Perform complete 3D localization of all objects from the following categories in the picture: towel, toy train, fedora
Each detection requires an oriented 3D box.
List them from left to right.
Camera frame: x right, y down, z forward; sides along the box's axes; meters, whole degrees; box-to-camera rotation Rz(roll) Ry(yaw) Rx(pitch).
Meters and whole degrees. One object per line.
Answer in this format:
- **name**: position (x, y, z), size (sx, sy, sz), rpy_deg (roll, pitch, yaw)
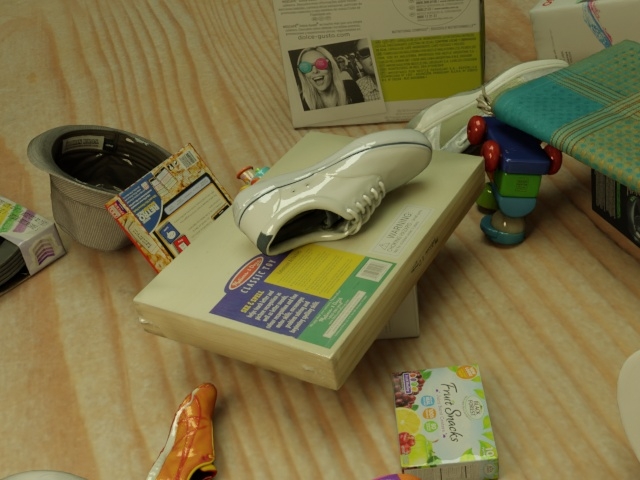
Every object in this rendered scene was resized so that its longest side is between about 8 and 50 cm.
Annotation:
- **fedora**: position (-0.318, -0.069, 1.380), size (0.244, 0.124, 0.275), rpy_deg (9, 25, -23)
- **toy train**: position (-0.081, -0.093, 1.387), size (0.046, 0.166, 0.125), rpy_deg (43, 78, 7)
- **toy train**: position (0.254, -0.110, 1.334), size (0.105, 0.143, 0.248), rpy_deg (3, 29, -6)
- **towel**: position (0.431, -0.149, 1.187), size (0.271, 0.040, 0.370), rpy_deg (-24, 38, -20)

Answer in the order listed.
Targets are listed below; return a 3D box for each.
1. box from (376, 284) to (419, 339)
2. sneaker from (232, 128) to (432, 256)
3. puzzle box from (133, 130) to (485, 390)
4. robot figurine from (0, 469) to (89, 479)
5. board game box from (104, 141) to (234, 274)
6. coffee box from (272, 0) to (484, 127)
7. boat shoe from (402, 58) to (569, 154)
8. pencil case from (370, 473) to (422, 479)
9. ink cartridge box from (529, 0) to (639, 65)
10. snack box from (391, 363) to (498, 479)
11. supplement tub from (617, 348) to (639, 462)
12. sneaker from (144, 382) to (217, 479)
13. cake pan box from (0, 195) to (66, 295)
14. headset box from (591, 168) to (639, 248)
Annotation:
- **box**: position (0.037, 0.053, 1.188), size (0.170, 0.091, 0.130), rpy_deg (-5, 35, 7)
- **sneaker**: position (0.028, -0.048, 1.101), size (0.258, 0.094, 0.091), rpy_deg (-24, 55, -12)
- **puzzle box**: position (0.000, 0.000, 1.146), size (0.272, 0.052, 0.409), rpy_deg (13, 41, 29)
- **robot figurine**: position (-0.275, 0.334, 0.771), size (0.300, 0.199, 0.353), rpy_deg (-1, 32, 46)
- **board game box**: position (-0.173, -0.014, 1.255), size (0.045, 0.193, 0.147), rpy_deg (-27, 13, 49)
- **coffee box**: position (0.116, -0.431, 1.640), size (0.338, 0.334, 0.337), rpy_deg (-2, 36, 11)
- **boat shoe**: position (0.279, -0.196, 1.482), size (0.320, 0.118, 0.103), rpy_deg (-24, 76, -24)
- **pencil case**: position (0.089, 0.315, 0.804), size (0.104, 0.104, 0.236), rpy_deg (-14, 34, -6)
- **ink cartridge box**: position (0.539, -0.404, 1.644), size (0.278, 0.117, 0.201), rpy_deg (2, 34, 38)
- **snack box**: position (0.132, 0.198, 1.008), size (0.100, 0.037, 0.141), rpy_deg (-6, 35, 3)
- **supplement tub**: position (0.468, 0.122, 0.865), size (0.325, 0.235, 0.235), rpy_deg (-24, 38, -19)
- **sneaker**: position (-0.140, 0.231, 1.021), size (0.067, 0.064, 0.175), rpy_deg (16, 43, 1)
- **cake pan box**: position (-0.553, 0.023, 1.393), size (0.267, 0.070, 0.246), rpy_deg (23, 49, 37)
- **headset box**: position (0.531, -0.063, 1.195), size (0.246, 0.131, 0.283), rpy_deg (-20, 36, -9)
